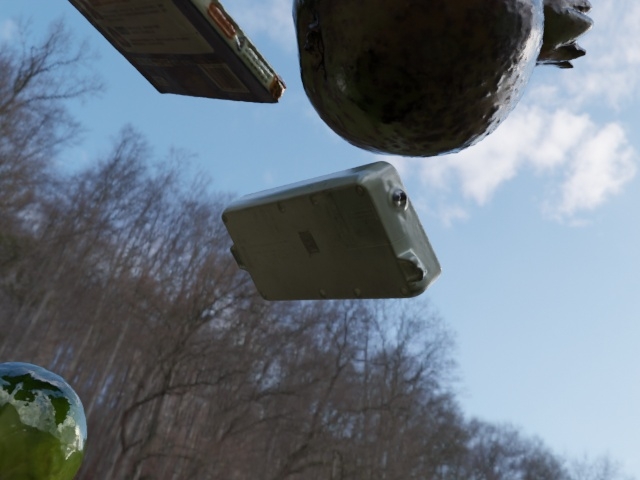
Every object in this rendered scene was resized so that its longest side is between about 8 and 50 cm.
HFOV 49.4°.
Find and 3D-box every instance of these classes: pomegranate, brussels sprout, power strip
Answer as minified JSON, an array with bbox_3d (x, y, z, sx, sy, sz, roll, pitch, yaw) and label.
[{"bbox_3d":[0.145,-0.229,0.741,0.341,0.285,0.285,-11,-36,-21],"label":"pomegranate"},{"bbox_3d":[-0.299,0.195,0.671,0.155,0.155,0.117,9,-9,0],"label":"brussels sprout"},{"bbox_3d":[0.000,0.000,0.665,0.270,0.046,0.117,-7,-68,53],"label":"power strip"}]

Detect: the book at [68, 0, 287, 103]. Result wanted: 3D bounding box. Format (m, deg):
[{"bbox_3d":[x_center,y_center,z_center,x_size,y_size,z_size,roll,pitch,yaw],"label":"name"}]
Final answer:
[{"bbox_3d":[-0.255,-0.324,0.824,0.300,0.039,0.428,17,-22,46],"label":"book"}]
